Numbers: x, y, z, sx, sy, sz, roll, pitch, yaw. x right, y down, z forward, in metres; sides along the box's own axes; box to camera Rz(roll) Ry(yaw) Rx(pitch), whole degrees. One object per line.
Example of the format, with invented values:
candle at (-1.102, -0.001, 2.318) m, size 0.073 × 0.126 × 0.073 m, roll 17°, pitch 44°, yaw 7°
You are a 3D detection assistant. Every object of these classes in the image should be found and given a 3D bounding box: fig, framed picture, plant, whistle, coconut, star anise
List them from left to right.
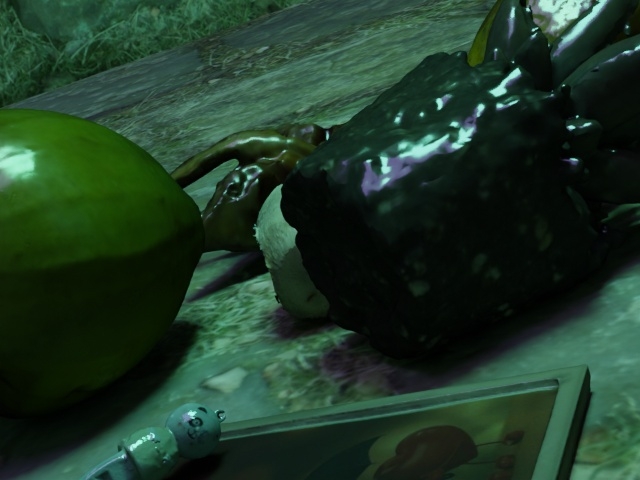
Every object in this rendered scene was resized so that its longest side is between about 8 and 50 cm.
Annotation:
fig at (-0.204, 0.012, 1.074) m, size 0.271 × 0.239 × 0.239 m, roll -15°, pitch 12°, yaw -34°
whistle at (-0.100, 0.128, 0.848) m, size 0.100 × 0.035 × 0.035 m, roll -27°, pitch 18°, yaw -22°
star anise at (-0.010, -0.061, 1.300) m, size 0.349 × 0.109 × 0.292 m, roll -8°, pitch 11°, yaw 31°
framed picture at (-0.003, 0.145, 0.781) m, size 0.289 × 0.020 × 0.211 m, roll -12°, pitch 17°, yaw 23°
coconut at (0.000, 0.000, 1.100) m, size 0.110 × 0.110 × 0.124 m, roll -17°, pitch 23°, yaw 6°
plant at (0.139, -0.048, 1.002) m, size 0.320 × 0.194 × 0.181 m, roll -30°, pitch 32°, yaw -23°

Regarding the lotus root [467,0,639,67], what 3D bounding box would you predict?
lotus root at (0.197, -0.147, 1.229) m, size 0.180 × 0.188 × 0.199 m, roll -29°, pitch 22°, yaw -12°
